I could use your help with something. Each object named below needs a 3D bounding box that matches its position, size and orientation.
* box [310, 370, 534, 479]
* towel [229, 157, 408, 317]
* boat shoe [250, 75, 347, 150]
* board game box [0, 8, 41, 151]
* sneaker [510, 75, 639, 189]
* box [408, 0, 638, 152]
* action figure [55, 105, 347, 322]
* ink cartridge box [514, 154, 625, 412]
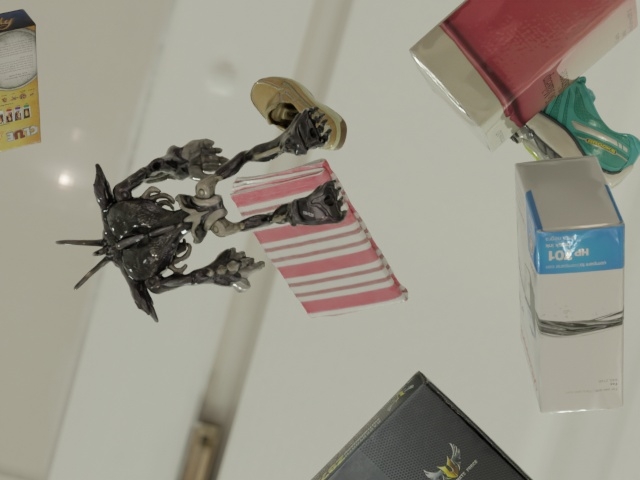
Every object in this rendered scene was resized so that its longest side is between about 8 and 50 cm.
[{"bbox_3d":[0.085,0.276,1.782,0.183,0.233,0.059,45,180,-9],"label":"box"},{"bbox_3d":[0.000,0.000,1.959,0.144,0.197,0.029,-10,-148,41],"label":"towel"},{"bbox_3d":[-0.045,-0.174,2.375,0.072,0.068,0.190,-5,-157,-38],"label":"boat shoe"},{"bbox_3d":[-0.442,-0.161,2.018,0.243,0.165,0.042,-15,-139,-24],"label":"board game box"},{"bbox_3d":[0.282,-0.166,2.195,0.275,0.110,0.107,48,169,21],"label":"sneaker"},{"bbox_3d":[0.234,-0.231,2.019,0.127,0.232,0.148,49,-177,14],"label":"box"},{"bbox_3d":[-0.108,-0.023,1.689,0.276,0.164,0.141,-19,176,22],"label":"action figure"},{"bbox_3d":[0.225,0.039,1.599,0.082,0.190,0.139,-4,-152,-1],"label":"ink cartridge box"}]
